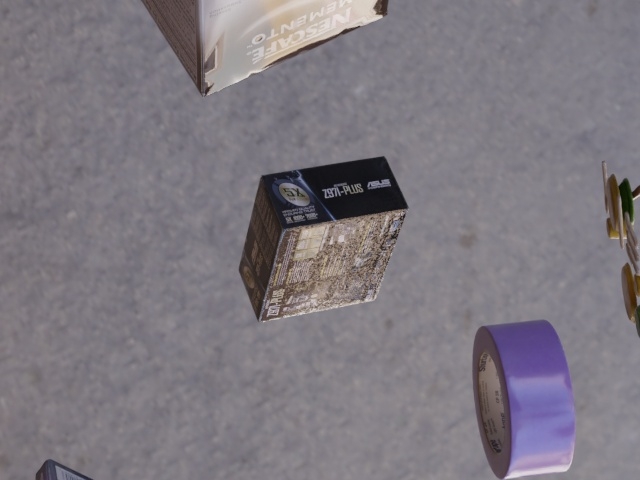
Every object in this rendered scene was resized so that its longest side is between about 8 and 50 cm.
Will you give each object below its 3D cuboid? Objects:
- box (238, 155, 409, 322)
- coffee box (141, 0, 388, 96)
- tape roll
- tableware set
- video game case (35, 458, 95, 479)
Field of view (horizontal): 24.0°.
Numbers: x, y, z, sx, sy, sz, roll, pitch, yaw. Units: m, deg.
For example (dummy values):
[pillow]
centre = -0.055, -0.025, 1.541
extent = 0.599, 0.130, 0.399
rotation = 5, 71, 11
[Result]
[box]
centre = 0.000, 0.000, 1.660
extent = 0.147, 0.077, 0.180
rotation = -11, 147, -19
[coffee box]
centre = -0.037, -0.245, 1.026
extent = 0.168, 0.118, 0.297
rotation = -27, 160, -14
[tape roll]
centre = 0.245, 0.193, 1.833
extent = 0.080, 0.189, 0.189
rotation = -6, 132, -7
[tableware set]
centre = 0.242, 0.010, 1.158
extent = 0.024, 0.154, 0.104
rotation = -8, 116, 3
[video game case]
centre = -0.125, 0.284, 1.165
extent = 0.196, 0.274, 0.026
rotation = 31, 102, -23
